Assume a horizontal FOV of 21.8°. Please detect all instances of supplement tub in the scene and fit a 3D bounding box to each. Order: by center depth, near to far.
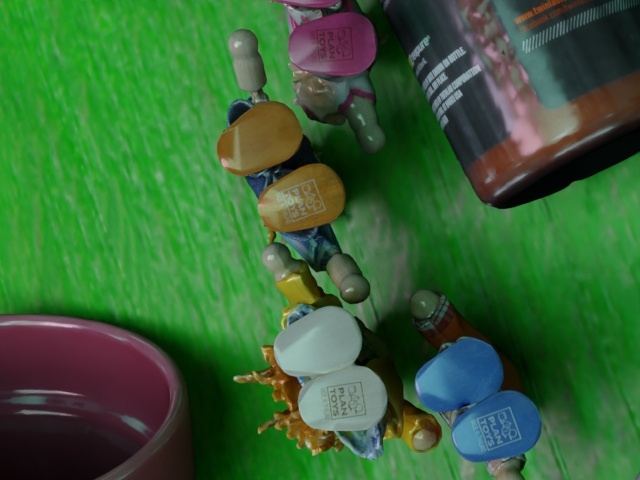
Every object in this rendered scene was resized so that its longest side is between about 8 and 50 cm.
[{"bbox_3d":[0.071,-0.120,0.684,0.106,0.106,0.198,-29,81,29],"label":"supplement tub"}]

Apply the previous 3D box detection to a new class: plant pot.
[{"bbox_3d":[-0.156,0.157,0.805,0.201,0.201,0.180,10,116,28],"label":"plant pot"}]

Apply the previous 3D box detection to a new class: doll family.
[{"bbox_3d":[0.000,0.000,0.713,0.118,0.163,0.263,-21,87,4],"label":"doll family"}]

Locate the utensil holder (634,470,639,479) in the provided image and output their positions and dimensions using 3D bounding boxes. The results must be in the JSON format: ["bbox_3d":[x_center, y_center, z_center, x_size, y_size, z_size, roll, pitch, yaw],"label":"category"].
[{"bbox_3d":[0.192,0.238,0.534,0.327,0.327,0.385,35,109,22],"label":"utensil holder"}]
